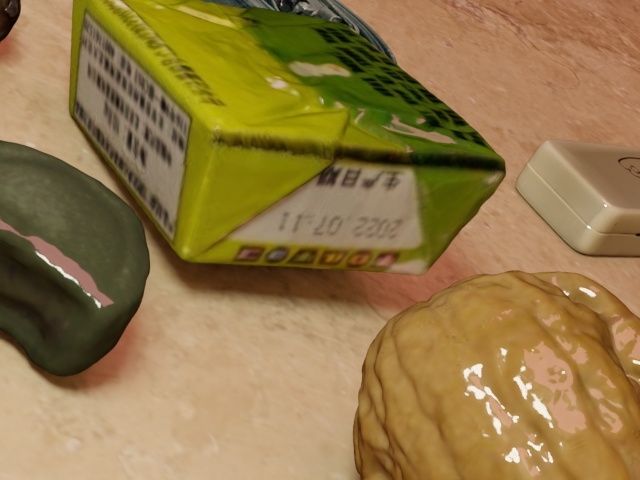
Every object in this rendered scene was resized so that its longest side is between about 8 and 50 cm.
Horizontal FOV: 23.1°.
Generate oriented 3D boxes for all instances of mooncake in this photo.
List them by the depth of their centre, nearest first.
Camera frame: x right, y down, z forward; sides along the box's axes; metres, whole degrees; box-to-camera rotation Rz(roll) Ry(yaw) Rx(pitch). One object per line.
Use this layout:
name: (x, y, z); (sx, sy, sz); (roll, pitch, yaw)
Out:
mooncake: (-0.205, 0.016, 1.079); (0.175, 0.104, 0.168); (45, 26, 20)

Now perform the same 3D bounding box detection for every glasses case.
glasses case: (0.369, -0.047, 1.825); (0.313, 0.070, 0.131); (1, 40, -45)

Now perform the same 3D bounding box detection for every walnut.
walnut: (0.146, 0.149, 1.102); (0.257, 0.257, 0.224); (45, -3, 23)

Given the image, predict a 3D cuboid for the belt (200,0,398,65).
belt: (-0.025, -0.202, 1.617); (0.267, 0.116, 0.206); (45, 25, 29)

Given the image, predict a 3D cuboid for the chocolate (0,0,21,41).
chocolate: (-0.363, -0.256, 1.368); (0.248, 0.110, 0.110); (45, 29, 17)

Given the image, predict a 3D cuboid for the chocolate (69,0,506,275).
chocolate: (-0.046, -0.096, 1.339); (0.289, 0.137, 0.301); (4, 28, -35)
